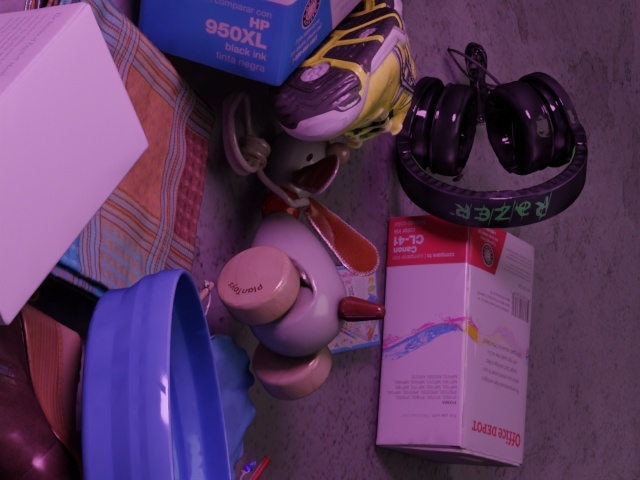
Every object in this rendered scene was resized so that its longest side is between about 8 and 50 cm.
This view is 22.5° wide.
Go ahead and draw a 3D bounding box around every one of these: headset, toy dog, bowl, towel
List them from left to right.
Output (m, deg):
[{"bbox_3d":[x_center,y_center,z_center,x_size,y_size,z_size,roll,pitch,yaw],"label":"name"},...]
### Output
[{"bbox_3d":[-0.189,-0.073,1.502,0.370,0.040,0.272,43,52,-65],"label":"towel"},{"bbox_3d":[-0.133,0.221,1.383,0.391,0.077,0.391,-6,90,-87],"label":"bowl"},{"bbox_3d":[0.000,0.000,1.717,0.220,0.160,0.334,49,38,-62],"label":"toy dog"},{"bbox_3d":[0.220,-0.131,2.140,0.394,0.243,0.185,-91,178,-51],"label":"headset"}]

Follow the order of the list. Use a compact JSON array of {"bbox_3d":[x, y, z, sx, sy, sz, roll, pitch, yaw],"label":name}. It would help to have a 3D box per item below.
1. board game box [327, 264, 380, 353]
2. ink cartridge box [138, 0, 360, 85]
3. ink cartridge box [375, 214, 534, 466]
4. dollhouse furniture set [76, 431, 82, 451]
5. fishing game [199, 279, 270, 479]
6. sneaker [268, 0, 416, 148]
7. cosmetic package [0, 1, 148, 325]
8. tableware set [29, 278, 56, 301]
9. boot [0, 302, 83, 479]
[{"bbox_3d":[0.025,0.082,1.949,0.154,0.026,0.104,-3,90,-61],"label":"board game box"},{"bbox_3d":[-0.036,-0.397,1.580,0.285,0.166,0.395,-53,157,-52],"label":"ink cartridge box"},{"bbox_3d":[0.181,0.135,2.123,0.226,0.131,0.306,26,67,-59],"label":"ink cartridge box"},{"bbox_3d":[-0.274,0.246,1.367,0.182,0.101,0.161,16,48,-58],"label":"dollhouse furniture set"},{"bbox_3d":[-0.127,0.188,1.654,0.189,0.041,0.264,-55,141,-39],"label":"fishing game"},{"bbox_3d":[0.047,-0.169,1.740,0.385,0.145,0.147,-61,133,-65],"label":"sneaker"},{"bbox_3d":[-0.287,-0.056,1.191,0.224,0.224,0.138,-58,136,-45],"label":"cosmetic package"},{"bbox_3d":[-0.267,-0.023,1.432,0.104,0.024,0.154,-20,105,-60],"label":"tableware set"},{"bbox_3d":[-0.285,0.148,1.259,0.206,0.090,0.248,20,52,-35],"label":"boot"}]
